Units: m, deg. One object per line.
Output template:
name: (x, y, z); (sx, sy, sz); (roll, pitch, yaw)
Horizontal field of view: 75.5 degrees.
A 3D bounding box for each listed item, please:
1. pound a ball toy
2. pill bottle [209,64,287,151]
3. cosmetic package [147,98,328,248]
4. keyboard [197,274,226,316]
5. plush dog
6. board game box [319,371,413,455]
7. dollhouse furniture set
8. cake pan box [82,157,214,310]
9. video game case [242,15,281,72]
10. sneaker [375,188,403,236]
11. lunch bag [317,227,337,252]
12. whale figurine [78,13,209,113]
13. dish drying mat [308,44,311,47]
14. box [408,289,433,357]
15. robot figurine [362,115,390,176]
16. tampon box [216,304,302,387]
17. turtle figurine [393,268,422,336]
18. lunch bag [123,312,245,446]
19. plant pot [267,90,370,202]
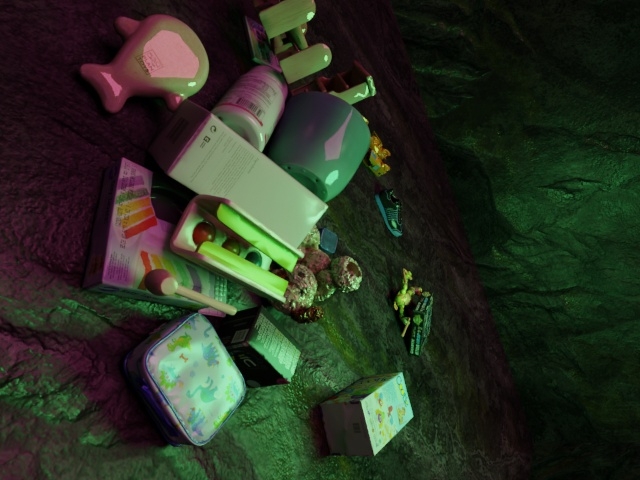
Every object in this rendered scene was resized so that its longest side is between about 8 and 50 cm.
pound a ball toy: (-0.199, 0.049, 0.851); (0.319, 0.136, 0.208); (38, 69, -50)
pill bottle: (-0.191, -0.354, 1.130); (0.160, 0.161, 0.282); (50, 38, -30)
cosmetic package: (-0.180, -0.142, 0.959); (0.366, 0.197, 0.155); (36, 91, -40)
keyboard: (-0.250, 0.050, 0.973); (0.072, 0.014, 0.255); (25, 54, -49)
plush dog: (-0.057, 0.105, 1.124); (0.262, 0.210, 0.225); (44, 48, 8)
board game box: (0.141, 0.501, 1.215); (0.275, 0.142, 0.144); (-1, 75, -56)
dollhouse furniture set: (-0.018, -0.606, 1.281); (0.362, 0.257, 0.394); (-110, 175, -49)
cake pan box: (-0.324, -0.006, 0.841); (0.246, 0.070, 0.266); (30, 50, -50)
video game case: (-0.197, -0.664, 1.409); (0.143, 0.019, 0.157); (-2, 77, -56)
sneaker: (0.334, -0.126, 1.870); (0.232, 0.091, 0.081); (60, 34, -17)
lunch bag: (0.000, 0.000, 1.330); (0.098, 0.065, 0.067); (32, 65, -47)
whale figurine: (-0.383, -0.372, 0.909); (0.272, 0.141, 0.216); (-44, 115, -29)
dish drying mat: (-0.026, -0.775, 1.733); (0.083, 0.008, 0.032); (58, 34, -19)
box: (0.418, 0.344, 1.714); (0.175, 0.051, 0.220); (-41, 136, -56)
robot figurine: (0.208, -0.434, 1.842); (0.291, 0.085, 0.210); (44, 41, -37)
tampon box: (-0.143, 0.244, 0.936); (0.161, 0.121, 0.101); (53, 36, -27)
turtle figurine: (0.351, 0.254, 1.711); (0.217, 0.087, 0.269); (13, 75, -59)
lunch bag: (-0.255, 0.263, 0.787); (0.218, 0.090, 0.176); (63, 32, -13)
plant pot: (-0.025, -0.247, 1.228); (0.293, 0.293, 0.235); (46, 53, -35)
